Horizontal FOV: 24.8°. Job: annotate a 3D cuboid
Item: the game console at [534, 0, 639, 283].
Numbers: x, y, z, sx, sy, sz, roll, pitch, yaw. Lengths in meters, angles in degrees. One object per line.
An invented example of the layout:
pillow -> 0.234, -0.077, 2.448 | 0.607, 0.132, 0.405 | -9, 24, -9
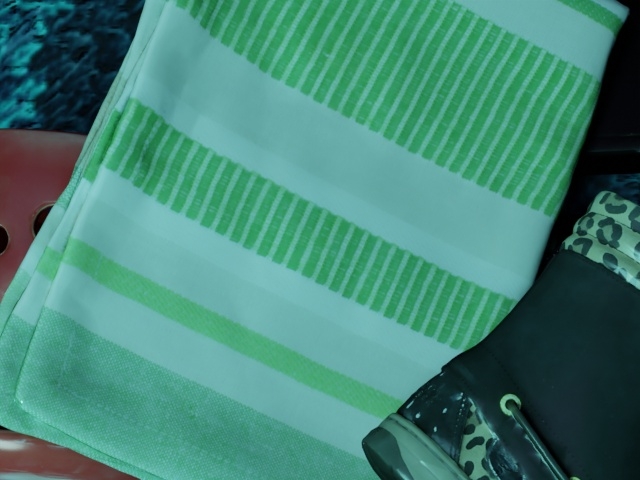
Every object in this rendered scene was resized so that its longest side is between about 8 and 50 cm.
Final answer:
game console -> 0.162, 0.006, 0.764 | 0.213, 0.044, 0.361 | -2, 75, 21

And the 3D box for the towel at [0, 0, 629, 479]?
towel -> 0.005, -0.024, 0.703 | 0.248, 0.038, 0.324 | 26, 76, -18

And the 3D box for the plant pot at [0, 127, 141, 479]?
plant pot -> -0.133, 0.049, 0.762 | 0.191, 0.191, 0.174 | 0, 78, 21

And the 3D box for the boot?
boot -> 0.158, 0.110, 0.676 | 0.236, 0.085, 0.178 | 42, 79, -3

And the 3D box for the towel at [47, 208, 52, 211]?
towel -> -0.222, 0.157, 0.882 | 0.243, 0.040, 0.336 | -14, 69, 19
